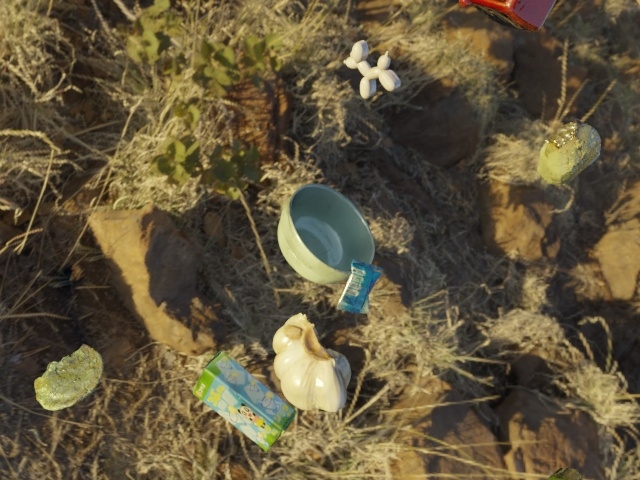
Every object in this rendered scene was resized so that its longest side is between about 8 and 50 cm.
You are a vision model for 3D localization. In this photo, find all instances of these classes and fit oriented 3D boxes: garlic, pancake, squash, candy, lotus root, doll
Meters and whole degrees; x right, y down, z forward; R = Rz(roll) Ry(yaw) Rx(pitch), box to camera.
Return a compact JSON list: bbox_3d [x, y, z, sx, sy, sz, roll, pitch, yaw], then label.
[{"bbox_3d":[-0.034,0.352,1.629,0.184,0.203,0.281,-39,57,-20],"label":"garlic"},{"bbox_3d":[-0.459,0.254,1.110,0.129,0.023,0.116,-31,52,-14],"label":"pancake"},{"bbox_3d":[0.518,0.523,1.282,0.239,0.069,0.069,26,60,-59],"label":"squash"},{"bbox_3d":[0.103,0.124,1.559,0.088,0.038,0.136,17,92,-16],"label":"candy"},{"bbox_3d":[0.521,-0.183,1.255,0.070,0.143,0.144,55,12,28],"label":"lotus root"},{"bbox_3d":[-0.148,0.313,1.174,0.194,0.097,0.062,37,42,6],"label":"candy"},{"bbox_3d":[0.140,-0.492,1.731,0.059,0.161,0.160,-36,113,-40],"label":"doll"}]

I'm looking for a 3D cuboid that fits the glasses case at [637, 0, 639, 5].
[{"bbox_3d":[0.398,-0.217,0.567,0.113,0.075,0.297,48,12,-50],"label":"glasses case"}]

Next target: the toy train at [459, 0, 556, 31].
[{"bbox_3d":[0.331,-0.520,1.084,0.163,0.369,0.232,11,111,-42],"label":"toy train"}]

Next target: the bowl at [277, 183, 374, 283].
[{"bbox_3d":[0.000,0.000,1.776,0.307,0.163,0.307,22,46,-24],"label":"bowl"}]
